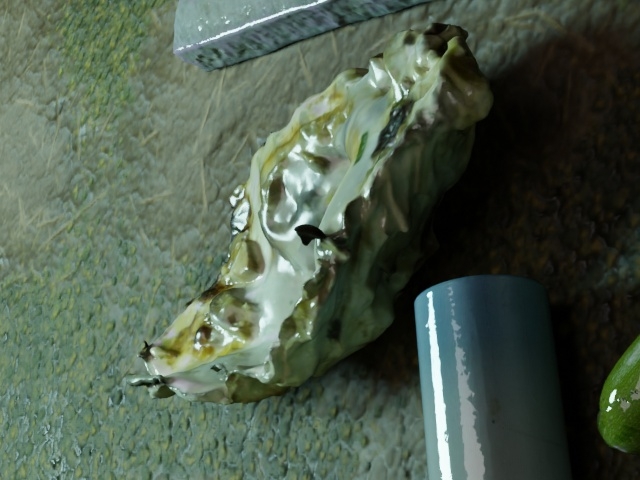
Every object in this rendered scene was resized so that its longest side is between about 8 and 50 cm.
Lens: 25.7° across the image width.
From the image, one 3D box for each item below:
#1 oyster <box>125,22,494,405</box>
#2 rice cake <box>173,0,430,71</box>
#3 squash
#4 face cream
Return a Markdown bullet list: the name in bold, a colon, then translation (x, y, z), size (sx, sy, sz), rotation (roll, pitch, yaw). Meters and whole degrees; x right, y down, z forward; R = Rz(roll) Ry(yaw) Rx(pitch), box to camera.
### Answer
- **oyster**: translation (0.002, 0.003, 0.885), size (0.354, 0.107, 0.201), rotation (-39, 29, 51)
- **rice cake**: translation (-0.001, -0.198, 0.980), size (0.298, 0.050, 0.106), rotation (-7, 72, 49)
- **squash**: translation (0.193, 0.028, 0.671), size (0.183, 0.052, 0.052), rotation (-60, 41, 14)
- **face cream**: translation (0.096, 0.146, 0.724), size (0.077, 0.077, 0.250), rotation (-25, 61, 43)
